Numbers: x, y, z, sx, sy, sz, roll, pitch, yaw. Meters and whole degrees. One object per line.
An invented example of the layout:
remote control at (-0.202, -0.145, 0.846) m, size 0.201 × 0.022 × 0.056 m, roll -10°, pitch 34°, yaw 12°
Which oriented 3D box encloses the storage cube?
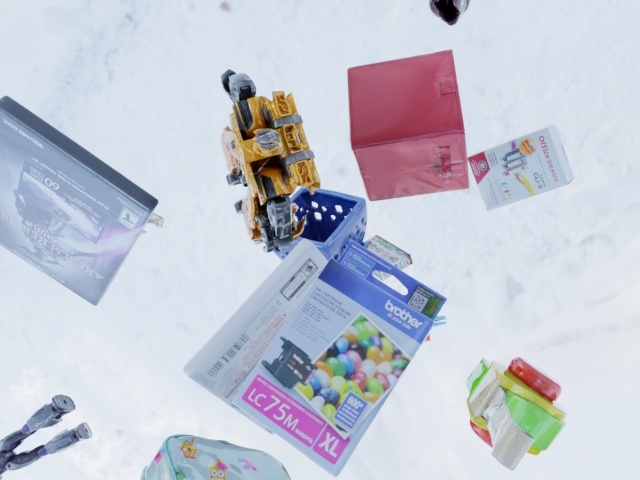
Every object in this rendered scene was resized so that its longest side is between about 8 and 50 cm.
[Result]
storage cube at (0.161, -0.203, 1.174) m, size 0.193 × 0.214 × 0.183 m, roll -7°, pitch 151°, yaw 12°

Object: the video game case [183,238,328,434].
video game case at (-0.065, 0.200, 1.270) m, size 0.036 × 0.329 × 0.300 m, roll 33°, pitch 167°, yaw 44°

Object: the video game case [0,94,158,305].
video game case at (-0.325, -0.031, 0.797) m, size 0.196 × 0.026 × 0.274 m, roll 36°, pitch 138°, yaw -9°

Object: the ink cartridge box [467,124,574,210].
ink cartridge box at (0.429, -0.156, 1.372) m, size 0.176 × 0.127 × 0.128 m, roll -20°, pitch 92°, yaw 29°

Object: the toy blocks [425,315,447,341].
toy blocks at (0.290, 0.258, 1.854) m, size 0.148 × 0.123 × 0.054 m, roll -12°, pitch 114°, yaw 14°

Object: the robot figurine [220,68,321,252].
robot figurine at (-0.066, -0.087, 0.786) m, size 0.291 × 0.085 × 0.211 m, roll 144°, pitch 109°, yaw -77°

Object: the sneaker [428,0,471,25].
sneaker at (0.262, -0.597, 1.385) m, size 0.107 × 0.162 × 0.281 m, roll -12°, pitch 122°, yaw 26°

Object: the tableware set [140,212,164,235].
tableware set at (-0.369, -0.043, 1.156) m, size 0.169 × 0.020 × 0.141 m, roll 20°, pitch 158°, yaw -29°

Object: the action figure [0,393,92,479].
action figure at (-0.584, 0.402, 1.208) m, size 0.185 × 0.285 × 0.099 m, roll 58°, pitch 176°, yaw 1°

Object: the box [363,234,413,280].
box at (0.183, 0.050, 1.996) m, size 0.207 × 0.114 × 0.036 m, roll 37°, pitch 152°, yaw 60°

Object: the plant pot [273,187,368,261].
plant pot at (0.000, 0.000, 1.904) m, size 0.236 × 0.236 × 0.212 m, roll 15°, pitch 137°, yaw 31°

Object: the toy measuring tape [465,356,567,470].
toy measuring tape at (0.232, 0.206, 0.729) m, size 0.122 × 0.330 × 0.121 m, roll 0°, pitch 91°, yaw 8°

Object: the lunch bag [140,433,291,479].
lunch bag at (-0.153, 0.437, 1.030) m, size 0.279 × 0.224 × 0.108 m, roll 27°, pitch 111°, yaw -38°

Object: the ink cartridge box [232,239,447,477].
ink cartridge box at (0.034, 0.161, 0.952) m, size 0.186 × 0.311 × 0.065 m, roll 32°, pitch 166°, yaw 13°
